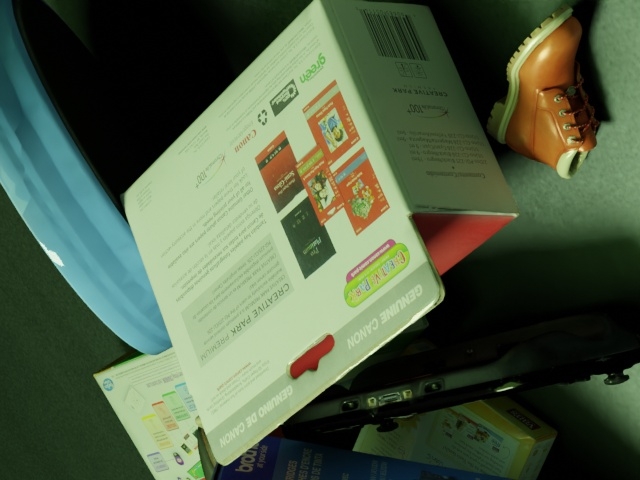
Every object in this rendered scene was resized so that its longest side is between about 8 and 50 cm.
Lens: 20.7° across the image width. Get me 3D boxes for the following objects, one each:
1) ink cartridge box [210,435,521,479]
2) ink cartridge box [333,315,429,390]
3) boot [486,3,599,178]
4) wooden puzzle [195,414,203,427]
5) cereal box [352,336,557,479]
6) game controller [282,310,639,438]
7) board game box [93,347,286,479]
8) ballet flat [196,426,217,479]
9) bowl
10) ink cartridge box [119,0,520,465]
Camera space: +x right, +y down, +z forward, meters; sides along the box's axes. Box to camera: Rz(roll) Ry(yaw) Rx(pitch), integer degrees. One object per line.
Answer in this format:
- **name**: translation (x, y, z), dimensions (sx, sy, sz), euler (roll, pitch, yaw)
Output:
- **ink cartridge box**: translation (0.021, 0.334, 1.544), dimensions (0.395, 0.151, 0.270), euler (10, 111, 3)
- **ink cartridge box**: translation (0.000, 0.062, 1.649), dimensions (0.154, 0.093, 0.212), euler (70, 154, 19)
- **boot**: translation (0.183, -0.111, 1.330), dimensions (0.084, 0.059, 0.158), euler (41, 153, 19)
- **wooden puzzle**: translation (-0.023, 0.293, 1.776), dimensions (0.044, 0.221, 0.239), euler (-41, 53, 16)
- **cereal box**: translation (0.103, 0.236, 1.648), dimensions (0.173, 0.047, 0.240), euler (35, 116, 31)
- **game controller**: translation (0.113, 0.124, 1.475), dimensions (0.319, 0.166, 0.067), euler (-19, 90, 45)
- **board game box**: translation (-0.117, 0.258, 2.038), dimensions (0.242, 0.064, 0.316), euler (-22, 99, 58)
- **ballet flat**: translation (-0.051, 0.314, 1.884), dimensions (0.280, 0.095, 0.096), euler (46, 120, 0)
- **bowl**: translation (-0.226, -0.076, 1.700), dimensions (0.391, 0.077, 0.391), euler (58, -174, -10)
- **ink cartridge box**: translation (0.000, 0.000, 1.442), dimensions (0.309, 0.130, 0.272), euler (-40, 62, 40)
